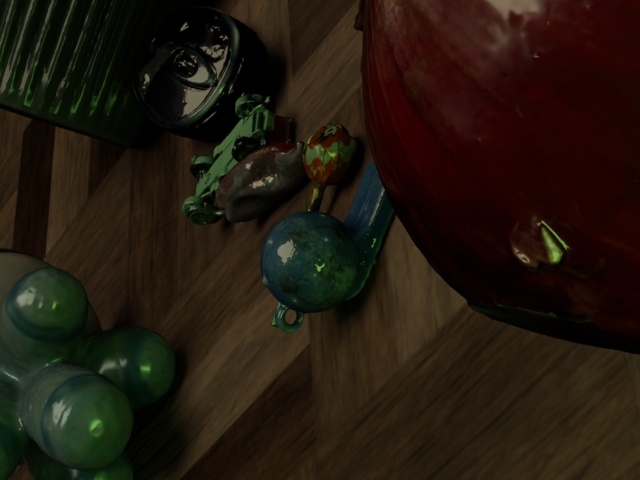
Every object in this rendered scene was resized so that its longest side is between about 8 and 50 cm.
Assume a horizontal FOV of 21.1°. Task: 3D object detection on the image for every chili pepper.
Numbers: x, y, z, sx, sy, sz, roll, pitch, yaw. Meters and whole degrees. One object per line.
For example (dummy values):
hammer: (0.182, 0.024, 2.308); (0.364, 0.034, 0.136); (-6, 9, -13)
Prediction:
chili pepper: (-0.052, -0.056, 1.563); (0.153, 0.050, 0.041); (-38, 40, 42)

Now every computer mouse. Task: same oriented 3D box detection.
computer mouse: (-0.129, -0.175, 1.741); (0.137, 0.096, 0.233); (-65, 17, 0)

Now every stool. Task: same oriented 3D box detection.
stool: (-0.280, -0.297, 1.953); (0.297, 0.297, 0.330); (18, 91, 65)

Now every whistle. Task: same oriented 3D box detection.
whistle: (0.000, 0.000, 1.377); (0.090, 0.090, 0.158); (16, 85, 65)

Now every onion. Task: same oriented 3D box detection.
onion: (0.162, -0.097, 0.867); (0.341, 0.341, 0.341); (-44, 34, 40)

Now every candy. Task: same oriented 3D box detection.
candy: (-0.013, -0.013, 1.477); (0.055, 0.049, 0.185); (-34, -37, -82)

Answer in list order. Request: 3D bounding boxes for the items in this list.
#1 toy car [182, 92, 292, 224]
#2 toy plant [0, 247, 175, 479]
toy car: (-0.081, -0.074, 1.634); (0.143, 0.054, 0.073); (-48, 30, 43)
toy plant: (-0.268, 0.141, 1.646); (0.332, 0.247, 0.247); (14, 82, 61)
